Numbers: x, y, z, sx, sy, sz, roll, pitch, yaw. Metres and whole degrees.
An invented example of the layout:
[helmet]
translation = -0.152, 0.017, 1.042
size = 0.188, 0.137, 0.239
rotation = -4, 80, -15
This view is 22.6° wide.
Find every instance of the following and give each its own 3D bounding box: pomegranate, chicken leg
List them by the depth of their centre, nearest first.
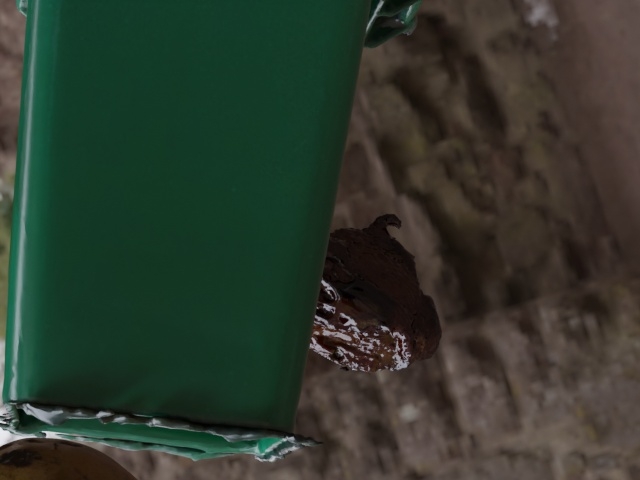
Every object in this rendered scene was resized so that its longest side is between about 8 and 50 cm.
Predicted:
[chicken leg]
translation = -0.009, 0.007, 1.617
size = 0.177, 0.322, 0.083
rotation = -55, -7, -34
[pomegranate]
translation = -0.327, 0.373, 1.966
size = 0.281, 0.281, 0.281
rotation = -17, -90, -89

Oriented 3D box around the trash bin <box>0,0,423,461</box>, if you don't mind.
[trash bin]
translation = -0.077, -0.051, 1.069
size = 0.259, 0.295, 0.381
rotation = 129, 147, -76
